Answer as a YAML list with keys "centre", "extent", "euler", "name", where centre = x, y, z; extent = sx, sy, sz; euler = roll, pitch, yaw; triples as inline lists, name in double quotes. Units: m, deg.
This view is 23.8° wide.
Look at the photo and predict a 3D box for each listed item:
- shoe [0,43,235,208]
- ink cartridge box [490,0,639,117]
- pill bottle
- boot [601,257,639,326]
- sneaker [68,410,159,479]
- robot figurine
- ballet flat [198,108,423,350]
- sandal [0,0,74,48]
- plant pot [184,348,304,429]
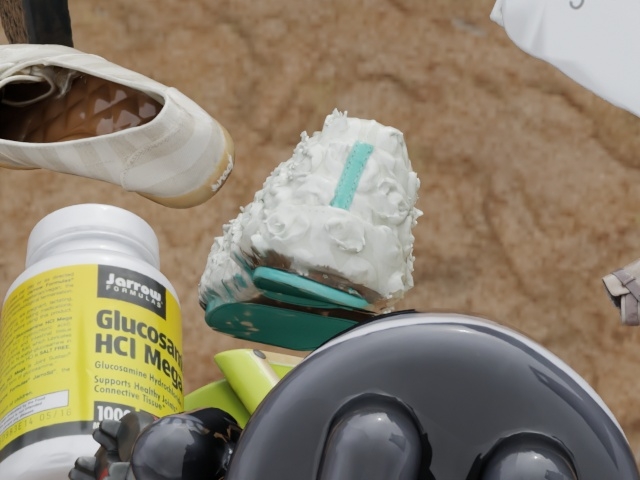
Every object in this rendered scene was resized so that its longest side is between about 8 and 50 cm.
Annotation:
- centre: [-0.140, -0.073, 0.813]
  extent: [0.219, 0.058, 0.077]
  euler: [16, 76, 36]
  name: "shoe"
- centre: [0.316, -0.097, 0.764]
  extent: [0.279, 0.160, 0.384]
  euler: [37, 21, 34]
  name: "ink cartridge box"
- centre: [-0.232, 0.132, 1.536]
  extent: [0.188, 0.188, 0.334]
  euler: [-3, 50, -4]
  name: "pill bottle"
- centre: [0.321, 0.030, 1.496]
  extent: [0.087, 0.042, 0.118]
  euler: [-15, 52, 5]
  name: "boot"
- centre: [-0.138, 0.244, 0.980]
  extent: [0.135, 0.276, 0.097]
  euler: [28, 16, -22]
  name: "sneaker"
- centre: [0.048, 0.118, 0.653]
  extent: [0.173, 0.278, 0.209]
  euler: [-38, 87, 3]
  name: "robot figurine"
- centre: [0.000, 0.000, 1.082]
  extent: [0.147, 0.409, 0.147]
  euler: [1, 82, -10]
  name: "ballet flat"
- centre: [-0.236, -0.357, 1.264]
  extent: [0.107, 0.446, 0.167]
  euler: [-16, 39, -19]
  name: "sandal"
- centre: [-0.047, 0.255, 1.705]
  extent: [0.227, 0.207, 0.228]
  euler: [16, 27, -49]
  name: "plant pot"
